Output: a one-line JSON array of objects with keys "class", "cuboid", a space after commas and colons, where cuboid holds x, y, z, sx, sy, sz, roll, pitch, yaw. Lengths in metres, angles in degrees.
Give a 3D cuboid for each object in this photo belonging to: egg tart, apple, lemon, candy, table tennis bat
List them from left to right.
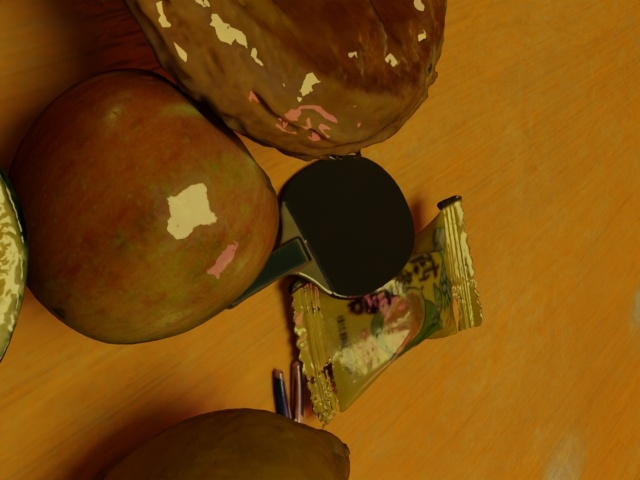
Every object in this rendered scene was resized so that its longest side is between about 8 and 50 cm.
[{"class": "apple", "cuboid": [-0.129, -0.020, 0.534, 0.196, 0.196, 0.196, -9, 102, -48]}, {"class": "lemon", "cuboid": [-0.088, 0.265, 0.593, 0.263, 0.236, 0.236, -27, 115, -51]}, {"class": "egg tart", "cuboid": [-0.040, -0.276, 0.601, 0.443, 0.178, 0.443, 4, 84, -52]}, {"class": "table tennis bat", "cuboid": [0.000, 0.000, 0.781, 0.274, 0.021, 0.154, -28, 91, -38]}, {"class": "candy", "cuboid": [0.086, 0.076, 0.885, 0.297, 0.081, 0.187, -23, 112, -35]}]

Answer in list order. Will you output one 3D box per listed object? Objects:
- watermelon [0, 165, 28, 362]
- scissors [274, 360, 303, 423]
[{"class": "watermelon", "cuboid": [-0.276, 0.019, 0.410, 0.204, 0.127, 0.232, 19, 87, -24]}, {"class": "scissors", "cuboid": [-0.032, 0.190, 0.810, 0.039, 0.012, 0.113, -15, 106, -47]}]
